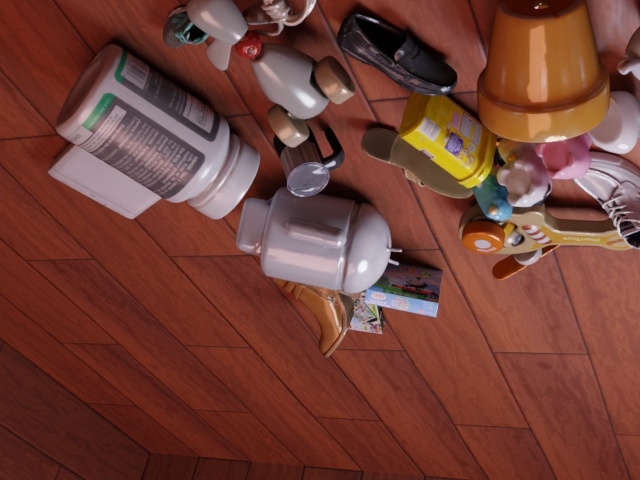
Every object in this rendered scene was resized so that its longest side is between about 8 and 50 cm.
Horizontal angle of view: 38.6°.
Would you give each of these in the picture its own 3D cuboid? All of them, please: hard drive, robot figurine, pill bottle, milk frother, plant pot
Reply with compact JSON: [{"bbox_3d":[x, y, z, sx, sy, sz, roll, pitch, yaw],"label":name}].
[{"bbox_3d":[-0.435,-0.171,2.040,0.233,0.047,0.353,31,145,-25],"label":"hard drive"},{"bbox_3d":[0.000,0.000,1.976,0.353,0.200,0.300,12,179,5],"label":"robot figurine"},{"bbox_3d":[-0.310,-0.202,1.786,0.361,0.204,0.204,33,144,-26],"label":"pill bottle"},{"bbox_3d":[-0.038,-0.187,1.758,0.129,0.135,0.143,-35,133,14],"label":"milk frother"},{"bbox_3d":[0.339,-0.284,1.404,0.205,0.205,0.188,3,132,19],"label":"plant pot"}]

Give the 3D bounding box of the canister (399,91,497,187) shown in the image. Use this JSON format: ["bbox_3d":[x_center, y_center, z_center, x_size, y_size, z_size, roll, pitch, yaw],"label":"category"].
[{"bbox_3d":[0.230,-0.191,1.649,0.170,0.126,0.073,33,145,-23],"label":"canister"}]

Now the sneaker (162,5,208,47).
[{"bbox_3d":[-0.229,-0.372,1.601,0.065,0.076,0.166,35,144,-28],"label":"sneaker"}]

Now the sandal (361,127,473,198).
[{"bbox_3d":[0.192,-0.155,1.794,0.240,0.088,0.079,24,180,-1],"label":"sandal"}]

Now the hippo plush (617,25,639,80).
[{"bbox_3d":[0.585,-0.275,1.341,0.236,0.234,0.294,37,140,24],"label":"hippo plush"}]

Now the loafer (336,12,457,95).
[{"bbox_3d":[0.135,-0.313,1.539,0.223,0.076,0.078,25,155,-9],"label":"loafer"}]

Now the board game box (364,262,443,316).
[{"bbox_3d":[0.193,0.104,2.078,0.160,0.211,0.039,11,108,7],"label":"board game box"}]

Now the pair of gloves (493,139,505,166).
[{"bbox_3d":[0.319,-0.168,1.756,0.083,0.010,0.074,0,144,19],"label":"pair of gloves"}]

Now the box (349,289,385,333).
[{"bbox_3d":[0.100,0.171,2.366,0.114,0.036,0.207,6,148,15],"label":"box"}]

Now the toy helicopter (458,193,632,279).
[{"bbox_3d":[0.456,-0.007,1.838,0.355,0.140,0.235,3,149,16],"label":"toy helicopter"}]

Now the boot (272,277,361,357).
[{"bbox_3d":[-0.022,0.144,2.247,0.220,0.109,0.283,21,127,4],"label":"boot"}]

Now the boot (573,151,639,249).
[{"bbox_3d":[0.569,-0.065,1.702,0.258,0.123,0.095,22,148,-12],"label":"boot"}]

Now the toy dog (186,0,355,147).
[{"bbox_3d":[-0.083,-0.324,1.555,0.220,0.161,0.334,-20,130,6],"label":"toy dog"}]

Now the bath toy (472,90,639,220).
[{"bbox_3d":[0.427,-0.160,1.615,0.129,0.151,0.348,-6,162,-41],"label":"bath toy"}]
